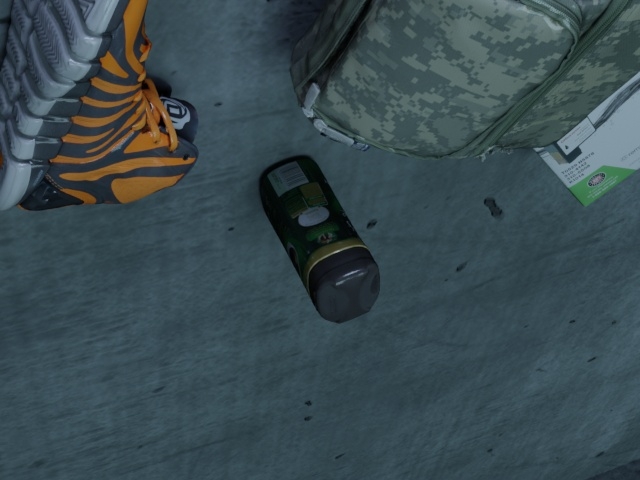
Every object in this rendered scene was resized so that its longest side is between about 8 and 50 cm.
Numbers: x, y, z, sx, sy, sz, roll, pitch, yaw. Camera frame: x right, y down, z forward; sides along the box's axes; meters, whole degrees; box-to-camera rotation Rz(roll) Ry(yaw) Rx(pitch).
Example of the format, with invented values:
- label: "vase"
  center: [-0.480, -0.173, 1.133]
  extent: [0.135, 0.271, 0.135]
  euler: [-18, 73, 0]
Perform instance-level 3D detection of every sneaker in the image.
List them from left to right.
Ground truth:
- label: "sneaker"
  center: [-0.176, -0.146, 0.799]
  extent: [0.180, 0.125, 0.321]
  euler: [-2, 147, -39]

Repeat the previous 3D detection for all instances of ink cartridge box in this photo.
- label: "ink cartridge box"
  center: [0.313, -0.164, 1.080]
  extent: [0.160, 0.093, 0.219]
  euler: [-39, 134, 17]

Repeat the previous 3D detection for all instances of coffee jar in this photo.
- label: "coffee jar"
  center: [0.000, 0.000, 1.022]
  extent: [0.079, 0.184, 0.096]
  euler: [-21, 144, -11]

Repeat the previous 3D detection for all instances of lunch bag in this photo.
- label: "lunch bag"
  center: [0.131, -0.205, 0.794]
  extent: [0.256, 0.213, 0.305]
  euler: [-6, 161, -24]
